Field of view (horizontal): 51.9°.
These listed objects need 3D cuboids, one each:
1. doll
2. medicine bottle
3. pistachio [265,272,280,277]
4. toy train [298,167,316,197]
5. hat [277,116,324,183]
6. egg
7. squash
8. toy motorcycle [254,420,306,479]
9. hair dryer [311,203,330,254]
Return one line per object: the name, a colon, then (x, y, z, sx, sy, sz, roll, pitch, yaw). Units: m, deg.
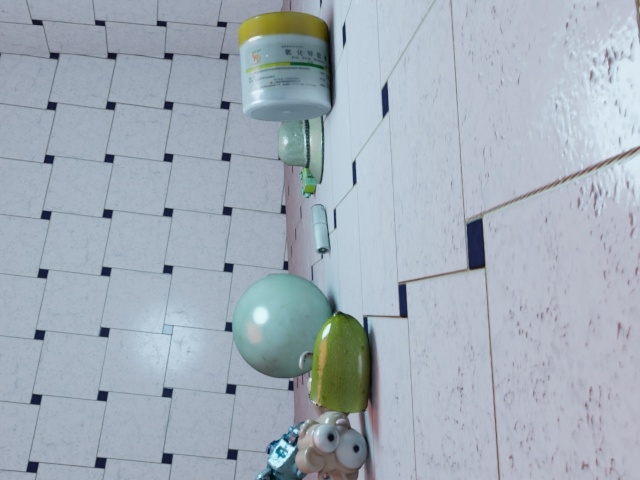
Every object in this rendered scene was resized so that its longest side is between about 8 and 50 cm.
doll: (0.020, 0.358, 1.362, 0.119, 0.154, 0.278, -36, 48, 48)
medicine bottle: (-0.091, -0.447, 1.721, 0.238, 0.238, 0.231, 155, 111, -83)
pistachio: (-0.121, 0.230, 2.236, 0.208, 0.226, 0.332, -51, 31, 18)
toy train: (-0.043, -0.202, 2.183, 0.081, 0.050, 0.122, 108, 161, -58)
hat: (-0.067, -0.298, 2.013, 0.257, 0.130, 0.257, 179, 90, -83)
egg: (-0.100, 0.228, 1.783, 0.389, 0.276, 0.276, -118, 27, -81)
squash: (0.041, 0.227, 1.268, 0.123, 0.123, 0.186, -127, 40, -79)
toy motorcycle: (-0.094, 0.681, 2.004, 0.260, 0.154, 0.206, -49, -36, -21)
hair dryer: (0.001, 0.008, 1.929, 0.183, 0.044, 0.154, 89, 177, -55)
